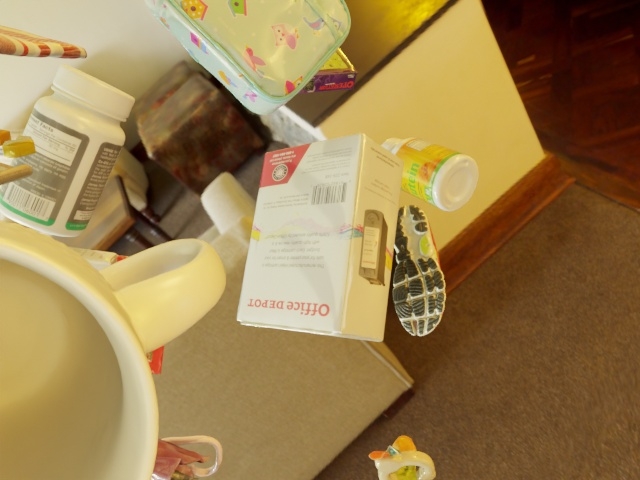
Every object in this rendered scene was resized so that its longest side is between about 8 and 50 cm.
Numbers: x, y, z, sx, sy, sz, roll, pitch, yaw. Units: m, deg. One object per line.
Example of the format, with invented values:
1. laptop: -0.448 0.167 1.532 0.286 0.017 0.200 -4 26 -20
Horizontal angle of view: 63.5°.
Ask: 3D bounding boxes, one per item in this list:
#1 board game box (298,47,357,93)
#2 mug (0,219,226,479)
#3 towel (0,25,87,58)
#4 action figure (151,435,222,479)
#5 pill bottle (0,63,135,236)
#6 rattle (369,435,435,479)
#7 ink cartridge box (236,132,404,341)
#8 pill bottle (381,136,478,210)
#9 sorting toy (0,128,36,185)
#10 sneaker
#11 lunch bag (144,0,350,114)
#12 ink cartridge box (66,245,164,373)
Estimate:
1. board game box: -0.083 -0.436 1.134 0.208 0.056 0.346 -8 50 -23
2. mug: -0.259 0.095 0.451 0.374 0.276 0.328 -27 15 -21
3. towel: -0.501 -0.302 0.726 0.329 0.237 0.037 -104 28 -71
4. action figure: -0.423 0.450 1.135 0.276 0.371 0.247 -43 -26 -64
5. pill bottle: -0.589 -0.208 1.215 0.204 0.204 0.360 36 101 53
6. rattle: 0.168 0.460 1.154 0.130 0.200 0.142 -26 35 34
7. ink cartridge box: 0.000 0.000 0.856 0.226 0.131 0.305 -1 77 40
8. pill bottle: 0.251 -0.175 1.270 0.136 0.136 0.246 -47 42 -6
9. sorting toy: -0.507 -0.089 0.684 0.229 0.041 0.307 13 26 18
10. sneaker: 0.214 0.063 1.072 0.108 0.118 0.278 -11 66 25
11. lunch bag: -0.103 -0.352 0.764 0.224 0.279 0.108 -50 18 -13
12. ink cartridge box: -0.442 0.161 1.067 0.060 0.239 0.274 -110 30 -73
